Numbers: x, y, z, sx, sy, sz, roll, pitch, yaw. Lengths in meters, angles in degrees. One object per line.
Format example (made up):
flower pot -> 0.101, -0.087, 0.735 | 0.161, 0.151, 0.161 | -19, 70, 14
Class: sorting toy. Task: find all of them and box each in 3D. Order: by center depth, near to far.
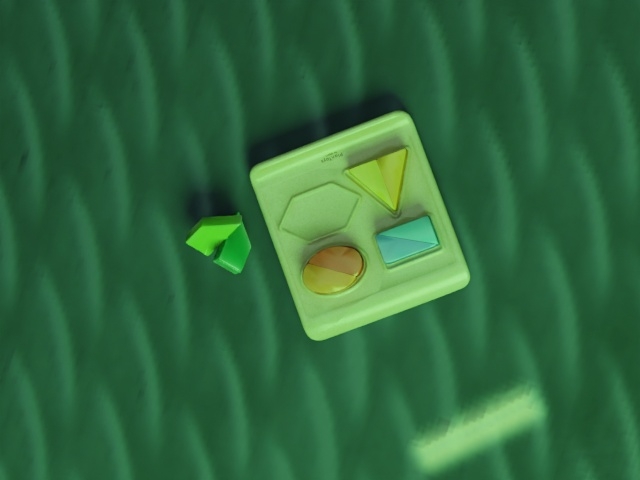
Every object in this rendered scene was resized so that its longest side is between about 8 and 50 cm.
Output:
sorting toy -> 0.000, 0.000, 0.516 | 0.083, 0.012, 0.062 | -21, 88, 7
